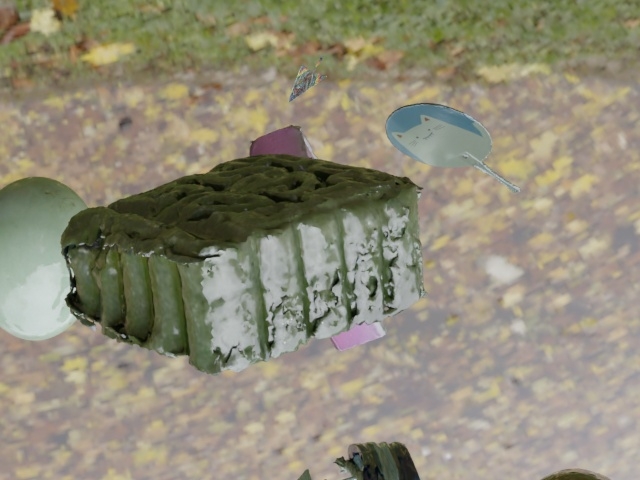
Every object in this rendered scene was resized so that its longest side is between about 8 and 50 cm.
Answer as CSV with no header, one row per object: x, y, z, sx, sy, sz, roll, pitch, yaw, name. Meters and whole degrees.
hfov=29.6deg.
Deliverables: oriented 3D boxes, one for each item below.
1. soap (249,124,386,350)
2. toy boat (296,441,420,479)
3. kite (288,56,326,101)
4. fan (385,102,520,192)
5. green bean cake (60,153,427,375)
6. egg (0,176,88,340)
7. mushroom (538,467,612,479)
-0.002,0.001,1.561,0.081,0.181,0.259,-20,139,9,soap
-0.027,0.312,1.473,0.291,0.220,0.067,-12,99,-4,toy boat
-0.021,-0.245,1.850,0.090,0.004,0.122,-51,165,15,kite
0.146,-0.093,1.271,0.175,0.005,0.113,31,150,-25,fan
-0.069,0.013,1.036,0.255,0.241,0.132,-16,109,-36,green bean cake
-0.333,0.021,1.420,0.149,0.192,0.149,1,170,0,egg
0.268,0.339,1.159,0.254,0.267,0.267,-12,144,7,mushroom
